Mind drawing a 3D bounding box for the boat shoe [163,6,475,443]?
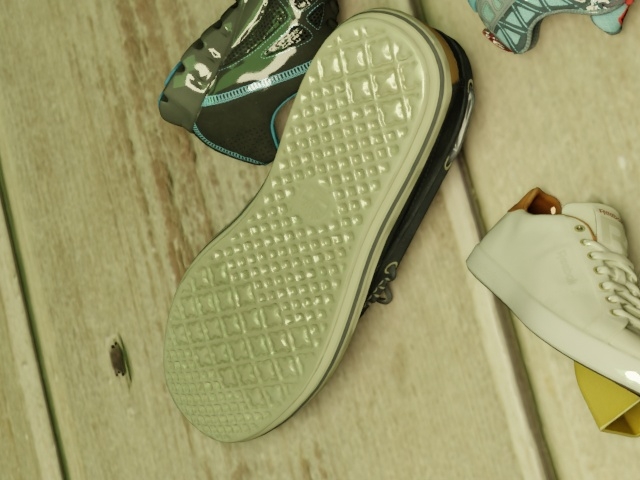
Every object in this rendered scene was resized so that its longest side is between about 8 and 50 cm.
[{"bbox_3d":[0.000,0.000,1.242,0.187,0.156,0.500,38,118,19],"label":"boat shoe"}]

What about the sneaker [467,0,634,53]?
[{"bbox_3d":[0.260,-0.252,1.146,0.262,0.104,0.125,-24,95,31],"label":"sneaker"}]

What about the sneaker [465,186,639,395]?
[{"bbox_3d":[0.228,0.034,1.082,0.123,0.106,0.290,-55,33,9],"label":"sneaker"}]

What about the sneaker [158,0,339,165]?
[{"bbox_3d":[-0.021,-0.235,1.294,0.139,0.125,0.341,34,103,-3],"label":"sneaker"}]

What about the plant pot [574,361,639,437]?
[{"bbox_3d":[0.273,0.115,1.127,0.081,0.081,0.083,-42,57,22],"label":"plant pot"}]
